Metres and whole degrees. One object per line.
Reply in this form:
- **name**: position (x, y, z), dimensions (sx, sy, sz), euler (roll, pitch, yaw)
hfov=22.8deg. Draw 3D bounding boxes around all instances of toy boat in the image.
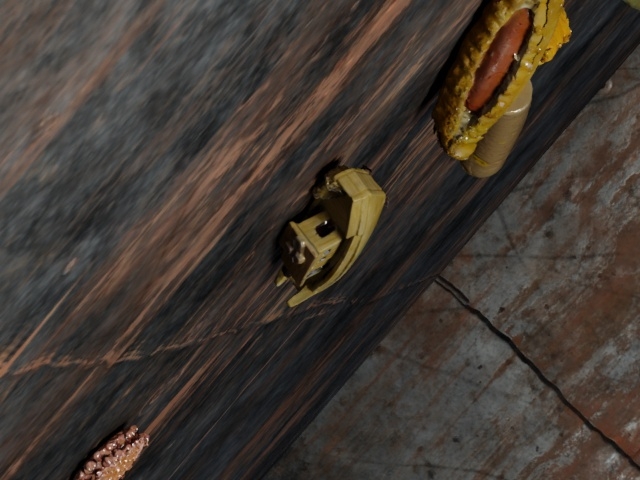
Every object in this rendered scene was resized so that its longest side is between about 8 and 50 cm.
- **toy boat**: position (0.000, 0.000, 1.414), dimensions (0.072, 0.064, 0.206), euler (-27, 163, -29)

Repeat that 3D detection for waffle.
- **waffle**: position (-0.193, 0.203, 1.440), dimensions (0.083, 0.029, 0.075), euler (-38, 164, -41)

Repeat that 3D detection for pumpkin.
- **pumpkin**: position (0.201, -0.199, 1.583), dimensions (0.083, 0.054, 0.074), euler (-29, -165, 40)

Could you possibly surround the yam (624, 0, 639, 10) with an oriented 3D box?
- **yam**: position (0.429, -0.364, 1.861), dimensions (0.194, 0.107, 0.107), euler (-55, 170, 35)

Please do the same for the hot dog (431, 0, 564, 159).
- **hot dog**: position (0.165, -0.179, 1.437), dimensions (0.289, 0.068, 0.083), euler (115, -5, -52)

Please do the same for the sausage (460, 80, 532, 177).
- **sausage**: position (0.210, -0.137, 1.907), dimensions (0.066, 0.066, 0.301), euler (-47, 174, -10)
